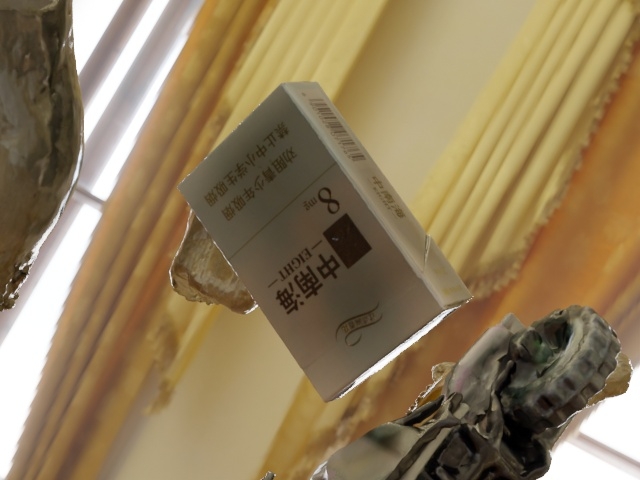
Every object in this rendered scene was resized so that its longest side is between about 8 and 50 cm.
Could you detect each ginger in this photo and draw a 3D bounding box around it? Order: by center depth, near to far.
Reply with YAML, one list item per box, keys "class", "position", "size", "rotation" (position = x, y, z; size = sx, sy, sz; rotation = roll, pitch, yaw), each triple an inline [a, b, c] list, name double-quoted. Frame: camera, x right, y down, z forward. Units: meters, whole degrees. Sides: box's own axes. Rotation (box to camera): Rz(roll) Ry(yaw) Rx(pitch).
- class: "ginger"
  position: [0.249, 0.169, 1.416]
  size: [0.258, 0.065, 0.149]
  rotation: [-1, 6, 25]
- class: "ginger"
  position: [-0.112, -0.006, 1.692]
  size: [0.130, 0.276, 0.221]
  rotation: [28, 24, -36]

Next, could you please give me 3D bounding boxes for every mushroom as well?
- class: "mushroom"
  position: [-0.313, -0.121, 1.111]
  size: [0.177, 0.397, 0.126]
  rotation: [-19, 29, -31]

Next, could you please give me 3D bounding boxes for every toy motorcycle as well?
- class: "toy motorcycle"
  position: [0.060, 0.168, 0.751]
  size: [0.143, 0.327, 0.188]
  rotation: [46, -21, -15]

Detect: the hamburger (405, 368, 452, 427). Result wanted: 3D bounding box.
- class: "hamburger"
  position: [0.126, 0.189, 1.010]
  size: [0.115, 0.162, 0.162]
  rotation: [29, -8, 18]

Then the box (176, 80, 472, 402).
- class: "box"
  position: [0.000, 0.000, 1.006]
  size: [0.243, 0.155, 0.067]
  rotation: [56, 30, 10]
